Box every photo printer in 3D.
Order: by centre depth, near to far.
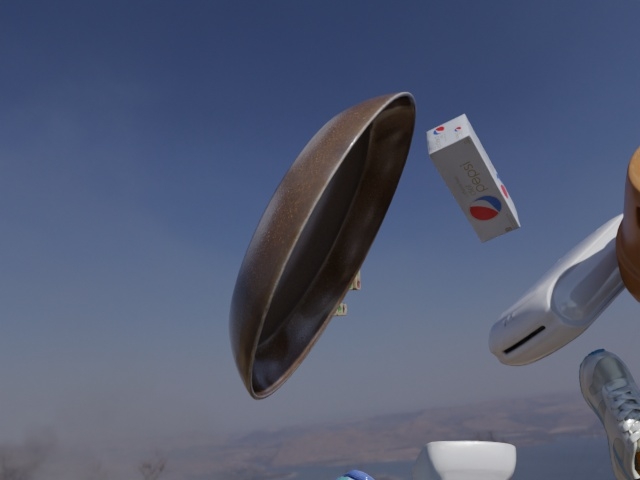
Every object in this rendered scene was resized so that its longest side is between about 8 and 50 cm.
[{"bbox_3d":[0.453,0.105,1.157,0.307,0.107,0.256,-36,-14,-26],"label":"photo printer"}]

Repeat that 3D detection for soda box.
[{"bbox_3d":[0.256,-0.099,1.043,0.073,0.069,0.216,-24,-54,23],"label":"soda box"}]

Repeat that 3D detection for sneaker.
[{"bbox_3d":[0.483,0.280,0.979,0.087,0.229,0.092,-20,-6,-5],"label":"sneaker"}]

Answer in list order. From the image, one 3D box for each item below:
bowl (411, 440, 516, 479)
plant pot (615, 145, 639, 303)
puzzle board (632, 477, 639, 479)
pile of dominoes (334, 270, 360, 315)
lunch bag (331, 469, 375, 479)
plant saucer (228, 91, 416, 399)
[{"bbox_3d":[0.214,0.351,0.928,0.142,0.053,0.142,2,-41,-4],"label":"bowl"},{"bbox_3d":[0.576,-0.046,0.919,0.290,0.291,0.203,-14,-52,28],"label":"plant pot"},{"bbox_3d":[0.348,0.278,0.694,0.096,0.011,0.128,-23,-23,6],"label":"puzzle board"},{"bbox_3d":[0.026,0.068,1.370,0.040,0.196,0.251,-5,-7,23],"label":"pile of dominoes"},{"bbox_3d":[0.081,0.431,0.874,0.090,0.219,0.176,-43,-12,-39],"label":"lunch bag"},{"bbox_3d":[0.000,0.000,0.589,0.050,0.311,0.310,27,-10,12],"label":"plant saucer"}]
